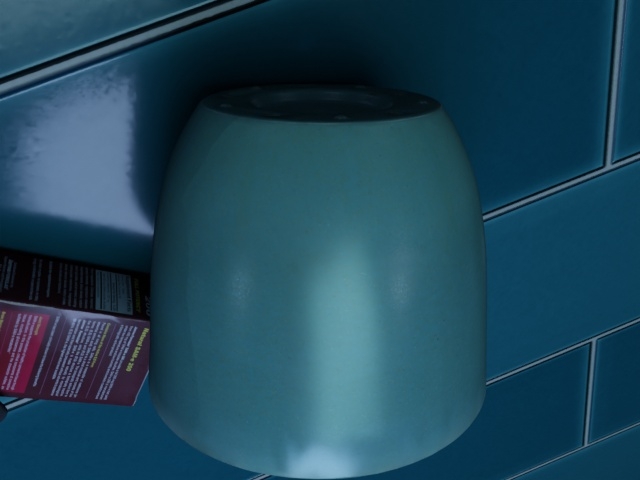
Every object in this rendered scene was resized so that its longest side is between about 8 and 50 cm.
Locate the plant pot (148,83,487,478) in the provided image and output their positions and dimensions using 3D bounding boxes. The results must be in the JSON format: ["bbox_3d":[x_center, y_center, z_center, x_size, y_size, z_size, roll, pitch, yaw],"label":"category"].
[{"bbox_3d":[0.000,0.000,0.510,0.293,0.293,0.235,-6,113,-17],"label":"plant pot"}]

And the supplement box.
[{"bbox_3d":[-0.280,0.084,0.597,0.240,0.073,0.130,14,122,-28],"label":"supplement box"}]

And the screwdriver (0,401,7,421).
[{"bbox_3d":[-0.335,0.112,0.538,0.025,0.024,0.170,-47,133,-17],"label":"screwdriver"}]
